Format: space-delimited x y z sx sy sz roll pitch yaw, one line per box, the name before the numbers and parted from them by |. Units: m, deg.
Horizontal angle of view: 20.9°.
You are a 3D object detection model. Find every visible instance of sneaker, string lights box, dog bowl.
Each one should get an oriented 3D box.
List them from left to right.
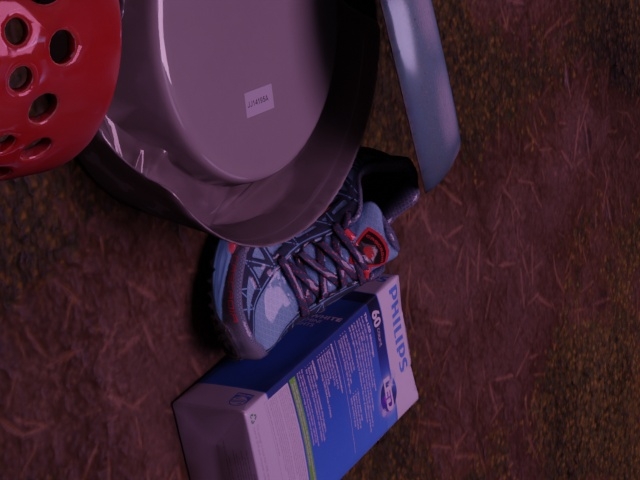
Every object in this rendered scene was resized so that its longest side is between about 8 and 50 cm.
dog bowl | -0.082 -0.170 1.345 0.349 0.102 0.348 -10 102 -57
string lights box | -0.013 0.139 1.510 0.260 0.077 0.133 -39 125 -50
sneaker | 0.000 0.000 1.471 0.262 0.125 0.104 -57 137 -38

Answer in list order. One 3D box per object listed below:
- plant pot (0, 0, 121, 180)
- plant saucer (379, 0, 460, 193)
plant pot | -0.241 -0.120 1.023 0.174 0.191 0.191 -18 108 -48
plant saucer | 0.073 -0.199 1.492 0.317 0.044 0.317 -14 90 -87
